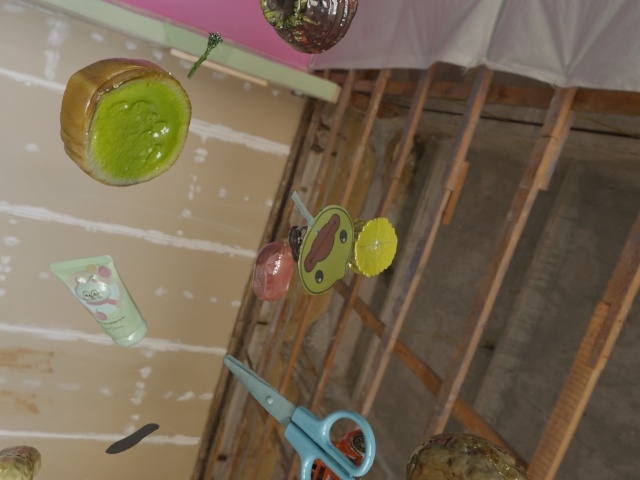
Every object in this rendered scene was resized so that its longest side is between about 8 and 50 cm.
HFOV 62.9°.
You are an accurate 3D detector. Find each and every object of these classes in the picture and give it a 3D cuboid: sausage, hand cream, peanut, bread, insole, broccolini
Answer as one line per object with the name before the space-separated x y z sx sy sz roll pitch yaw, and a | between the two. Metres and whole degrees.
sausage | -0.173 0.117 1.876 0.148 0.148 0.254 -110 -160 -50
hand cream | -0.516 0.145 1.273 0.093 0.147 0.305 -93 173 -45
peanut | -0.809 0.608 1.367 0.290 0.130 0.130 158 -58 -72
bread | 0.261 0.439 0.900 0.230 0.123 0.229 7 -80 41
insole | -0.383 0.404 1.065 0.135 0.045 0.002 -35 -135 15
bread | -0.328 -0.199 0.898 0.070 0.236 0.236 38 -61 24
broccolini | -0.378 -0.605 1.717 0.042 0.044 0.218 84 23 -63

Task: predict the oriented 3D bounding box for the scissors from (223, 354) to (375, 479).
scissors | -0.076 0.353 1.079 0.447 0.029 0.192 28 -87 42

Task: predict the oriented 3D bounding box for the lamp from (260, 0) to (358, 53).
lamp | -0.029 -0.561 1.219 0.247 0.247 0.246 -40 -136 53

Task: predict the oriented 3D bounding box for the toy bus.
toy bus | 0.011 0.532 1.086 0.329 0.153 0.142 -56 163 -62

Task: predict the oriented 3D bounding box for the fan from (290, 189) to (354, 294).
fan | 0.001 0.000 1.222 0.011 0.335 0.229 13 -119 35

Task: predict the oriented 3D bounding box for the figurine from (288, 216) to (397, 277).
figurine | 0.034 0.001 1.508 0.315 0.187 0.167 8 -53 40
